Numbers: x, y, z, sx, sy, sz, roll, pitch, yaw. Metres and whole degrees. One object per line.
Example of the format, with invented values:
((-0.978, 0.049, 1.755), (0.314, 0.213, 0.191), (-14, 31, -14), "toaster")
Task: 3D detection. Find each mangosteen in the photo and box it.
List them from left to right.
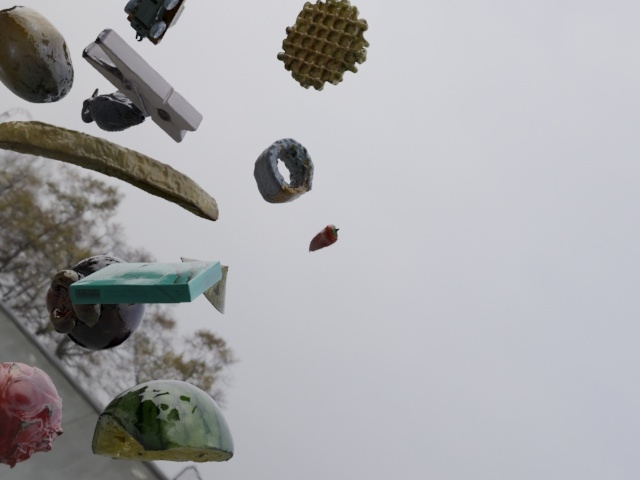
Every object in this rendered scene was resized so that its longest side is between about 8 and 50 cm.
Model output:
((-0.460, 0.128, 1.484), (0.209, 0.210, 0.210), (37, -30, 25), "mangosteen")

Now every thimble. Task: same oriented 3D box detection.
((-0.095, -0.175, 1.852), (0.118, 0.127, 0.152), (-26, -106, 60), "thimble")

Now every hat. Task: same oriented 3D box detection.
((-0.214, 0.072, 1.469), (0.146, 0.067, 0.146), (53, -2, 3), "hat")

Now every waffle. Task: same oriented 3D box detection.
((0.008, -0.376, 1.376), (0.191, 0.191, 0.038), (37, 4, 24), "waffle")

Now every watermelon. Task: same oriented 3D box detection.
((-0.348, 0.414, 1.661), (0.330, 0.330, 0.190), (147, -52, -63), "watermelon")

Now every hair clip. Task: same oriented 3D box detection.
((-0.450, -0.388, 1.839), (0.101, 0.085, 0.331), (-27, -59, 34), "hair clip")

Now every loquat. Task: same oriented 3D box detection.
((-0.653, -0.413, 1.624), (0.179, 0.179, 0.228), (16, -42, 49), "loquat")

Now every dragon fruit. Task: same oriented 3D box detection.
((-0.721, 0.402, 1.679), (0.241, 0.240, 0.252), (92, -11, -53), "dragon fruit")

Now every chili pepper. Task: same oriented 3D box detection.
((0.000, 0.000, 1.701), (0.178, 0.027, 0.045), (-34, -107, 63), "chili pepper")

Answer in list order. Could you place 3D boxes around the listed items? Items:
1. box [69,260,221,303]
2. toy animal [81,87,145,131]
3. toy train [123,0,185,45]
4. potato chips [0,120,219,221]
((-0.313, 0.075, 1.317), (0.226, 0.161, 0.042), (-2, -77, 13), "box")
((-0.585, -0.397, 2.105), (0.298, 0.185, 0.122), (26, -18, 33), "toy animal")
((-0.332, -0.508, 1.522), (0.089, 0.127, 0.219), (41, -50, -4), "toy train")
((-0.350, -0.127, 1.233), (0.406, 0.057, 0.080), (19, -27, -21), "potato chips")
